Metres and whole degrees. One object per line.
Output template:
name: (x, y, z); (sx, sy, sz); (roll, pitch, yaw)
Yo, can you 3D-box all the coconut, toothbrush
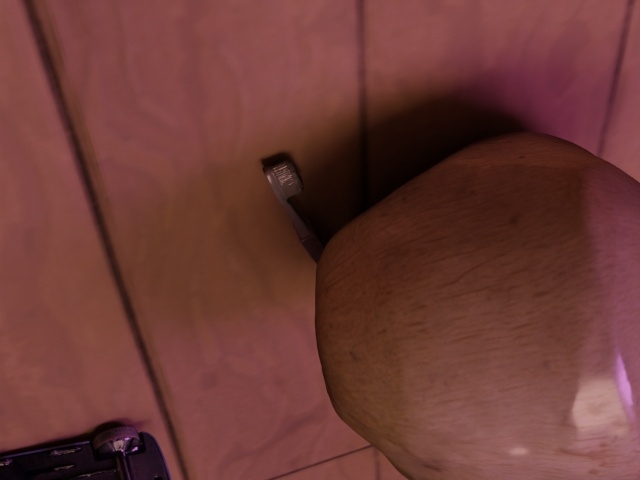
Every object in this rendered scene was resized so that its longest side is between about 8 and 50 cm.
coconut: (0.111, 0.040, 0.952); (0.224, 0.224, 0.224); (-17, 153, -9)
toothbrush: (-0.002, 0.001, 0.997); (0.017, 0.014, 0.194); (-23, 153, 2)

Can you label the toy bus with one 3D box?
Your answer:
toy bus: (-0.178, 0.171, 1.122); (0.167, 0.073, 0.076); (-8, 153, -18)
